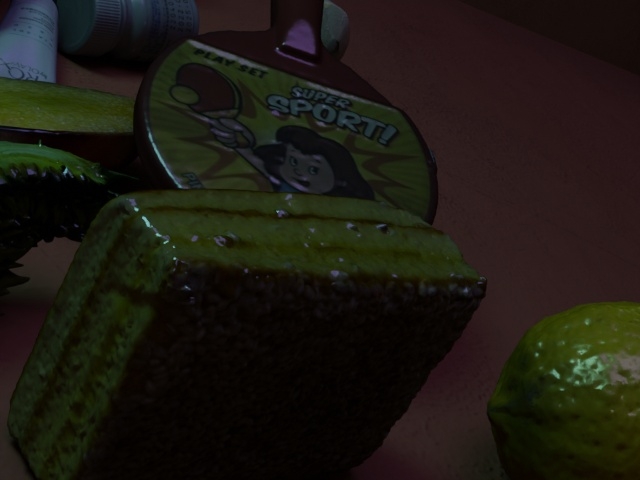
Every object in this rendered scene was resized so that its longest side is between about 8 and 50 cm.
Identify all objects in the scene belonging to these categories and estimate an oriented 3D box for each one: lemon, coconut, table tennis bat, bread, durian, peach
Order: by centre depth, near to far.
[{"bbox_3d":[-0.042,0.061,0.573,0.234,0.184,0.110,5,37,-40],"label":"bread"},{"bbox_3d":[-0.258,-0.006,0.590,0.375,0.107,0.132,-3,33,-46],"label":"durian"},{"bbox_3d":[0.221,0.130,0.700,0.193,0.181,0.180,20,22,10],"label":"lemon"},{"bbox_3d":[-0.024,-0.117,0.852,0.268,0.051,0.415,17,43,-15],"label":"table tennis bat"},{"bbox_3d":[-0.242,-0.096,0.853,0.279,0.068,0.189,-1,27,-43],"label":"peach"},{"bbox_3d":[-0.013,-0.323,1.501,0.116,0.116,0.122,6,26,-38],"label":"coconut"}]

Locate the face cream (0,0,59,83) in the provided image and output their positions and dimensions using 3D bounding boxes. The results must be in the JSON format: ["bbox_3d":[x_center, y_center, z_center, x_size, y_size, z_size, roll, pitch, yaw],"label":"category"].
[{"bbox_3d":[-0.313,-0.195,1.012,0.092,0.058,0.244,20,29,-23],"label":"face cream"}]

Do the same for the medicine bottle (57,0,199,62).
[{"bbox_3d":[-0.239,-0.272,1.180,0.105,0.105,0.168,39,26,30],"label":"medicine bottle"}]

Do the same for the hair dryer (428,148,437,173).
[{"bbox_3d":[0.000,0.000,0.850,0.203,0.128,0.362,20,31,-12],"label":"hair dryer"}]
